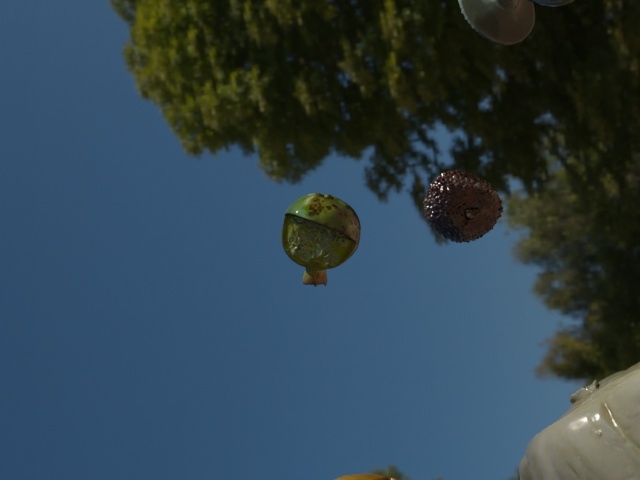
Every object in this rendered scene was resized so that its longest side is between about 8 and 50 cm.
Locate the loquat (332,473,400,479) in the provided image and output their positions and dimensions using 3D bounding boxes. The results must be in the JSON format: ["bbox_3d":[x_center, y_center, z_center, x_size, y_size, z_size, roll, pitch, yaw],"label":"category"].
[{"bbox_3d":[0.057,0.450,1.483,0.193,0.238,0.238,45,170,46],"label":"loquat"}]

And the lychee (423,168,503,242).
[{"bbox_3d":[0.127,-0.032,0.926,0.067,0.068,0.083,64,-172,-6],"label":"lychee"}]

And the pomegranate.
[{"bbox_3d":[0.003,-0.009,1.865,0.122,0.143,0.169,-70,-20,-53],"label":"pomegranate"}]

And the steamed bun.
[{"bbox_3d":[0.389,0.299,1.291,0.247,0.236,0.383,62,173,18],"label":"steamed bun"}]

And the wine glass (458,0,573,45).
[{"bbox_3d":[0.240,-0.293,1.041,0.103,0.231,0.103,7,-109,-23],"label":"wine glass"}]
